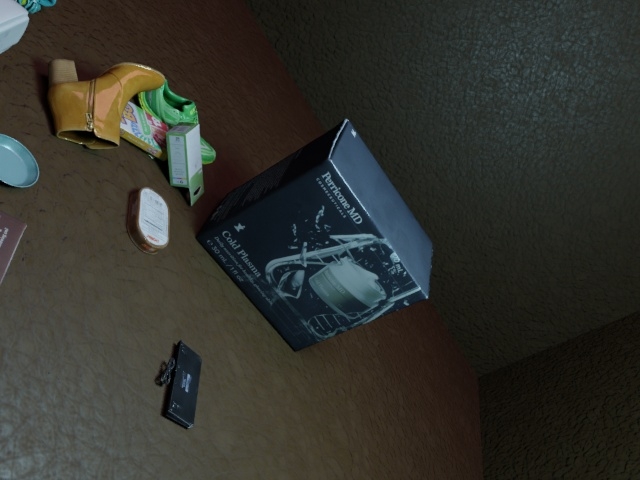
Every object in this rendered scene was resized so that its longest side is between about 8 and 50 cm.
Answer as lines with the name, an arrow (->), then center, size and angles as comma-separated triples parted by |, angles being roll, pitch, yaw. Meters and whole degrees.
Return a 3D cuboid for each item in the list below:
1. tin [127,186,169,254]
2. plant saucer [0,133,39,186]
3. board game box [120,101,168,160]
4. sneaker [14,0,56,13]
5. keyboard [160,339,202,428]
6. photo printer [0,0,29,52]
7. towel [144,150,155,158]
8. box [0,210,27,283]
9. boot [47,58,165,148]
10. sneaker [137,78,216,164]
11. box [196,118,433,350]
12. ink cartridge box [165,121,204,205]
tin -> -0.419, -0.052, 1.347 | 0.106, 0.040, 0.190 | 34, 33, -42
plant saucer -> -0.607, -0.150, 1.064 | 0.119, 0.021, 0.119 | 48, 24, -30
board game box -> -0.515, -0.321, 1.465 | 0.259, 0.039, 0.124 | 28, 38, -44
sneaker -> -0.713, -0.592, 1.297 | 0.110, 0.106, 0.275 | 61, 19, -24
keyboard -> -0.302, 0.300, 1.175 | 0.108, 0.023, 0.180 | 52, 21, -37
photo printer -> -0.728, -0.452, 0.986 | 0.307, 0.107, 0.256 | 34, 26, -20
towel -> -0.477, -0.269, 1.532 | 0.060, 0.009, 0.083 | 48, 24, -30
box -> -0.545, 0.026, 0.727 | 0.203, 0.167, 0.169 | 36, 26, -32
boot -> -0.504, -0.323, 1.336 | 0.294, 0.104, 0.212 | -6, 73, -38
sneaker -> -0.408, -0.347, 1.629 | 0.296, 0.123, 0.110 | 50, 23, -28
box -> 0.000, 0.000, 1.590 | 0.480, 0.471, 0.297 | 52, 28, -20
ink cartridge box -> -0.381, -0.217, 1.550 | 0.109, 0.062, 0.210 | -74, 168, -62
